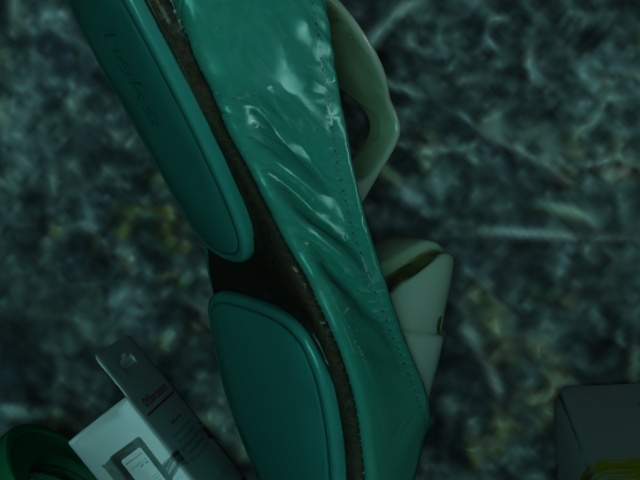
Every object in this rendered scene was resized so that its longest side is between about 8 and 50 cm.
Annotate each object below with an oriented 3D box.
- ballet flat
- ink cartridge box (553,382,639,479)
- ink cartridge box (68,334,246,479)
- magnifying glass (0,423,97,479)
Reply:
[{"bbox_3d":[0.000,0.000,0.421,0.087,0.083,0.247,-29,115,-23],"label":"ballet flat"},{"bbox_3d":[0.171,0.153,0.329,0.197,0.270,0.198,-4,95,6],"label":"ink cartridge box"},{"bbox_3d":[-0.057,0.077,0.459,0.028,0.048,0.083,-38,90,8],"label":"ink cartridge box"},{"bbox_3d":[-0.031,0.150,0.453,0.231,0.092,0.026,43,96,-10],"label":"magnifying glass"}]
